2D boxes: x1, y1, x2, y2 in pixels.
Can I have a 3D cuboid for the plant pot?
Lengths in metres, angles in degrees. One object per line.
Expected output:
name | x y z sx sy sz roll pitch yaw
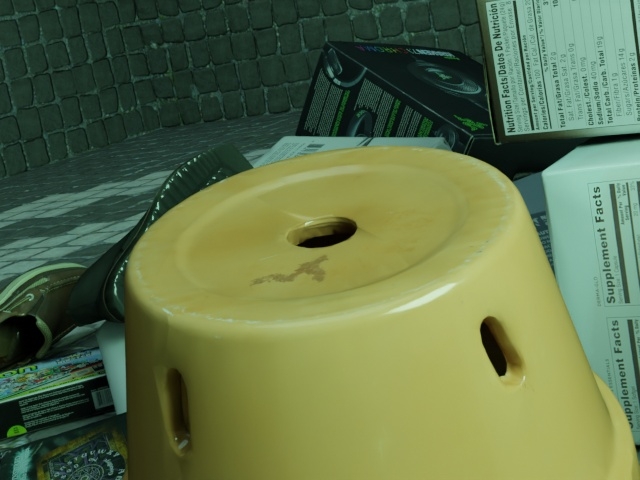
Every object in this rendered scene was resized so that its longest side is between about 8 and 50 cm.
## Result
plant pot | 0.020 0.080 0.641 0.291 0.203 0.291 -9 26 4

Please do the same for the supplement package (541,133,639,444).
supplement package | 0.317 0.015 0.835 0.263 0.198 0.199 -5 12 28

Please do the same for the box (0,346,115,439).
box | -0.292 0.153 1.149 0.207 0.036 0.114 -14 12 -14

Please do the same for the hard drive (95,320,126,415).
hard drive | -0.080 0.077 0.999 0.210 0.040 0.318 -40 23 -2

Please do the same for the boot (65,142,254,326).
boot | -0.157 -0.004 1.125 0.198 0.077 0.137 -51 20 -29

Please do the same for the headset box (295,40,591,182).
headset box | 0.159 -0.121 1.457 0.246 0.131 0.283 -4 32 -41

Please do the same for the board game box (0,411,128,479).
board game box | -0.151 0.179 0.783 0.126 0.026 0.186 -17 27 -1

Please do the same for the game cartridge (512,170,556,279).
game cartridge | 0.282 -0.002 1.112 0.297 0.062 0.198 -13 36 -10

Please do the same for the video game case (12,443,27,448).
video game case | -0.214 0.184 0.992 0.122 0.011 0.087 -8 12 17

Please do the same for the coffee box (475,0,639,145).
coffee box | 0.281 -0.148 0.858 0.297 0.119 0.168 -2 14 38

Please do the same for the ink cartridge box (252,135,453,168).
ink cartridge box | 0.000 0.000 1.239 0.211 0.121 0.289 -43 25 -22

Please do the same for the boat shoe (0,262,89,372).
boat shoe | -0.323 0.102 1.326 0.095 0.095 0.257 15 31 35
